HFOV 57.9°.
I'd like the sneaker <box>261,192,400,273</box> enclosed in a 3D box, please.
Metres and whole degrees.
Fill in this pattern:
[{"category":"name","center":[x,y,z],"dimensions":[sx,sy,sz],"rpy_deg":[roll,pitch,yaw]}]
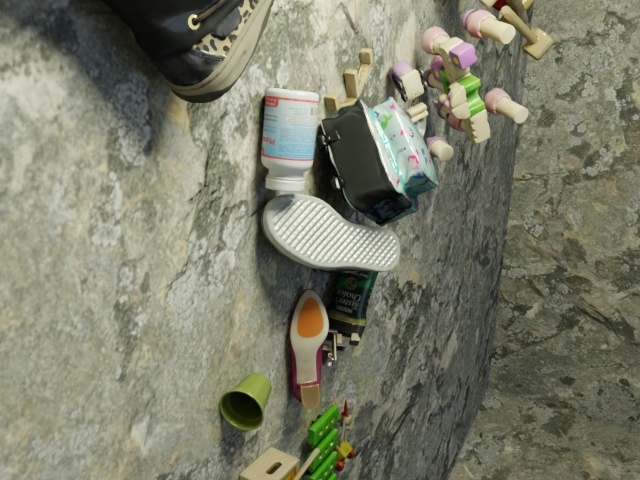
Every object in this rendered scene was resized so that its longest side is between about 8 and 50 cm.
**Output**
[{"category":"sneaker","center":[0.000,0.000,1.102],"dimensions":[0.321,0.127,0.126],"rpy_deg":[19,77,-38]}]

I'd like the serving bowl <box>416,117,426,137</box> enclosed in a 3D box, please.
[{"category":"serving bowl","center":[0.256,-0.305,1.547],"dimensions":[0.083,0.027,0.084],"rpy_deg":[-36,133,-52]}]

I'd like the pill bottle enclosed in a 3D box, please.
[{"category":"pill bottle","center":[-0.052,-0.164,0.949],"dimensions":[0.087,0.087,0.160],"rpy_deg":[-17,116,-60]}]

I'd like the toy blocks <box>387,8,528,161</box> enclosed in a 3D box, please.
[{"category":"toy blocks","center":[0.306,-0.393,1.450],"dimensions":[0.308,0.260,0.289],"rpy_deg":[-29,129,-4]}]

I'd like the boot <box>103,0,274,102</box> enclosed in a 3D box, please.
[{"category":"boot","center":[-0.144,-0.381,0.636],"dimensions":[0.284,0.138,0.378],"rpy_deg":[36,75,-61]}]

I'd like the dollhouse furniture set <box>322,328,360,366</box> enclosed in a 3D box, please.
[{"category":"dollhouse furniture set","center":[0.029,0.260,1.248],"dimensions":[0.081,0.090,0.114],"rpy_deg":[-91,-166,-45]}]

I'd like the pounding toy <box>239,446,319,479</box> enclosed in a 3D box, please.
[{"category":"pounding toy","center":[-0.082,0.486,1.154],"dimensions":[0.141,0.100,0.130],"rpy_deg":[-20,119,-59]}]

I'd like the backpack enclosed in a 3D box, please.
[{"category":"backpack","center":[0.124,-0.149,1.161],"dimensions":[0.253,0.191,0.225],"rpy_deg":[37,33,-69]}]

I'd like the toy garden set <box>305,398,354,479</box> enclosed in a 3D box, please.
[{"category":"toy garden set","center":[0.018,0.503,1.419],"dimensions":[0.203,0.049,0.245],"rpy_deg":[-29,126,-54]}]

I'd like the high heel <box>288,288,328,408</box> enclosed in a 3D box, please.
[{"category":"high heel","center":[-0.028,0.220,1.210],"dimensions":[0.117,0.082,0.244],"rpy_deg":[-177,-99,-80]}]

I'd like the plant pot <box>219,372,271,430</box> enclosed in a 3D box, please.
[{"category":"plant pot","center":[-0.123,0.276,1.022],"dimensions":[0.079,0.083,0.084],"rpy_deg":[-51,145,-61]}]

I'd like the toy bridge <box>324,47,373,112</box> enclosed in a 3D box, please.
[{"category":"toy bridge","center":[0.064,-0.317,1.176],"dimensions":[0.188,0.026,0.063],"rpy_deg":[-57,149,-34]}]

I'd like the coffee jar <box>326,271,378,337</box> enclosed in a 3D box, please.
[{"category":"coffee jar","center":[0.069,0.123,1.292],"dimensions":[0.079,0.096,0.185],"rpy_deg":[26,77,-82]}]

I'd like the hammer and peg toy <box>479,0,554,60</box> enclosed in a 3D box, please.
[{"category":"hammer and peg toy","center":[0.438,-0.621,1.424],"dimensions":[0.127,0.361,0.266],"rpy_deg":[-47,158,18]}]
